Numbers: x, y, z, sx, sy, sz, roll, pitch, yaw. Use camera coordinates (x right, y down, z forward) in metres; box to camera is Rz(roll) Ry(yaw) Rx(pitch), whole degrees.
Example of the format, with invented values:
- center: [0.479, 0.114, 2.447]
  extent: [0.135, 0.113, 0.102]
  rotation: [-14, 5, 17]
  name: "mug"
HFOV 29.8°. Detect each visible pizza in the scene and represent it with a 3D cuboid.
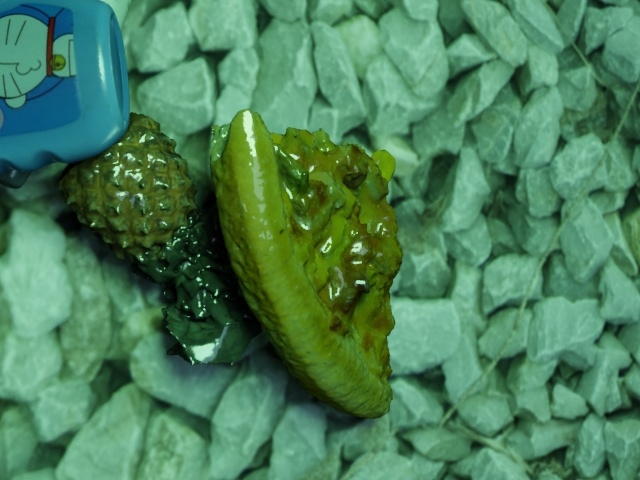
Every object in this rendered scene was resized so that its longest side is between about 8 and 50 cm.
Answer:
- center: [-0.005, 0.032, 1.054]
  extent: [0.258, 0.087, 0.268]
  rotation: [4, 84, -59]
  name: "pizza"

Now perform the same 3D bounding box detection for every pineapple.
- center: [-0.127, 0.011, 1.041]
  extent: [0.119, 0.111, 0.237]
  rotation: [-35, 110, 1]
  name: "pineapple"

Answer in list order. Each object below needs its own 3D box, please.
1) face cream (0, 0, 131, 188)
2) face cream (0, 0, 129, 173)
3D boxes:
- center: [-0.211, -0.189, 1.013]
  extent: [0.092, 0.092, 0.311]
  rotation: [23, 73, -26]
  name: "face cream"
- center: [-0.283, -0.117, 0.914]
  extent: [0.264, 0.083, 0.149]
  rotation: [-7, 77, 1]
  name: "face cream"
